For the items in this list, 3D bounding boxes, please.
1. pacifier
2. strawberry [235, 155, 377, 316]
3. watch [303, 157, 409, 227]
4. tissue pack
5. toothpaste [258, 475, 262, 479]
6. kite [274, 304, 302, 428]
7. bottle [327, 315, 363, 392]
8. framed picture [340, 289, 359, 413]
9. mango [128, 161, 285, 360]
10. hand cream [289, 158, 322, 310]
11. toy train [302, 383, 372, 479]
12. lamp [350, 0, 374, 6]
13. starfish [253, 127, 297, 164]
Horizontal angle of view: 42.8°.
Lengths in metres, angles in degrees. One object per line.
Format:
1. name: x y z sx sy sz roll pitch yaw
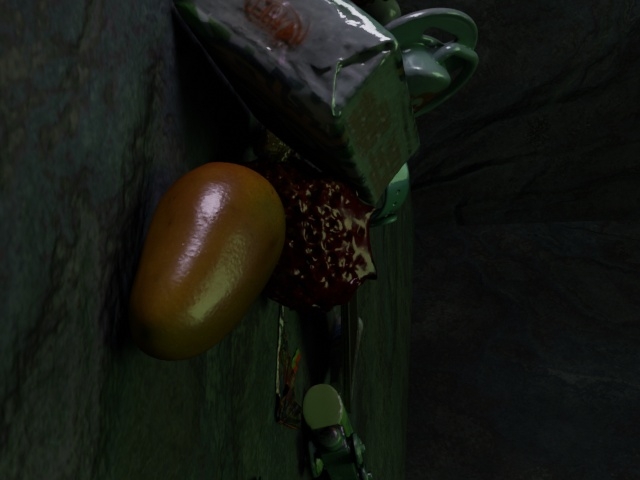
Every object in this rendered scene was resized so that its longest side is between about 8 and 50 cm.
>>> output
1. pacifier: 0.147 -0.370 1.608 0.288 0.343 0.269 11 56 -46
2. strawberry: -0.039 -0.014 0.968 0.201 0.184 0.187 40 46 -36
3. watch: 0.051 -0.115 1.366 0.068 0.237 0.195 -24 97 -34
4. tissue pack: -0.011 -0.184 0.935 0.128 0.228 0.311 -51 163 -2
5. toothpaste: -0.072 0.403 1.037 0.057 0.034 0.197 125 -37 -82
6. kite: -0.048 0.209 1.252 0.183 0.014 0.241 -68 153 -67
7. bottle: 0.046 0.223 1.613 0.217 0.060 0.060 -74 159 -62
8. framed picture: 0.053 0.125 1.460 0.231 0.018 0.293 -79 170 -56
9. mango: -0.104 0.012 0.741 0.253 0.113 0.139 -62 153 -56
10. hand cream: 0.009 -0.059 1.163 0.139 0.089 0.314 -37 -146 57
11. toy train: 0.026 0.353 1.425 0.253 0.105 0.157 73 5 -53
12. lamp: 0.066 -0.540 1.501 0.227 0.226 0.227 -2 90 -79
13. starfish: -0.056 -0.113 1.188 0.247 0.050 0.138 -50 138 -64
